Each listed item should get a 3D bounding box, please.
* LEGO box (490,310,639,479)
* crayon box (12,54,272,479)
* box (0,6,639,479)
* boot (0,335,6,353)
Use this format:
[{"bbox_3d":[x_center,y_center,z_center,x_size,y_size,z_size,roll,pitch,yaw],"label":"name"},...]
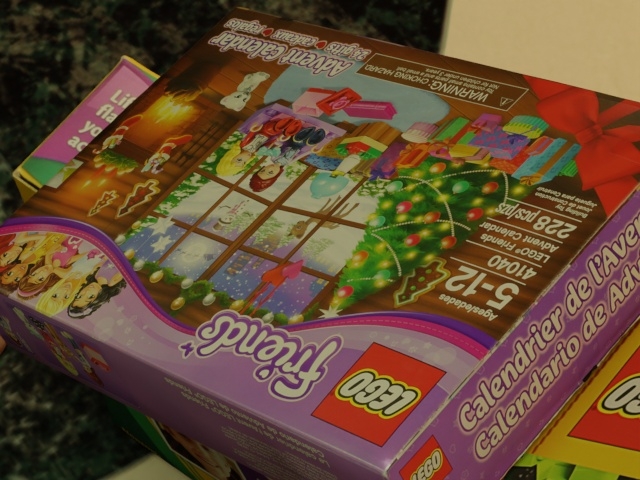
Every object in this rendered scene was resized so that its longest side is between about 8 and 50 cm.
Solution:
[{"bbox_3d":[0.305,0.182,0.833,0.372,0.500,0.193,-48,30,-24],"label":"LEGO box"},{"bbox_3d":[0.022,0.099,1.027,0.363,0.313,0.106,32,69,20],"label":"crayon box"},{"bbox_3d":[0.000,0.000,0.799,0.293,0.057,0.201,19,57,45],"label":"box"},{"bbox_3d":[-0.238,0.054,1.205,0.042,0.087,0.118,12,63,14],"label":"boot"}]
